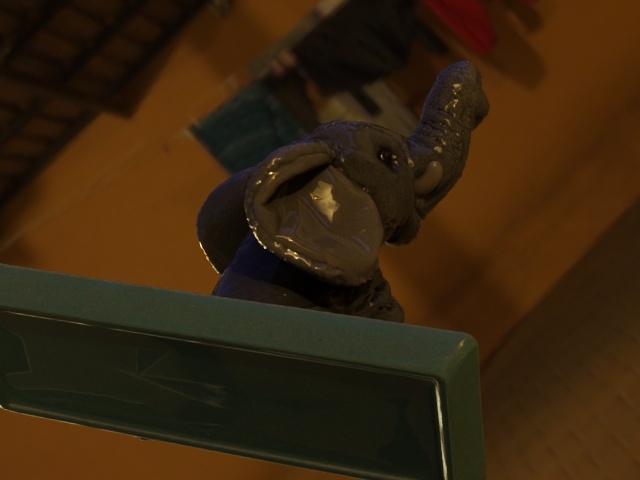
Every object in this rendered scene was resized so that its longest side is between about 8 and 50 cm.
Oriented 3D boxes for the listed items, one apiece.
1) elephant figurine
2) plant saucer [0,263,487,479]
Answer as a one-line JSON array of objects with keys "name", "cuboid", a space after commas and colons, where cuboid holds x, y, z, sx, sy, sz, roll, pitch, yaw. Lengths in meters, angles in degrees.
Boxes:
[{"name": "elephant figurine", "cuboid": [0.000, 0.000, 0.902, 0.169, 0.240, 0.186, -9, -13, 31]}, {"name": "plant saucer", "cuboid": [-0.038, 0.049, 0.509, 0.018, 0.192, 0.067, -60, -30, -47]}]
